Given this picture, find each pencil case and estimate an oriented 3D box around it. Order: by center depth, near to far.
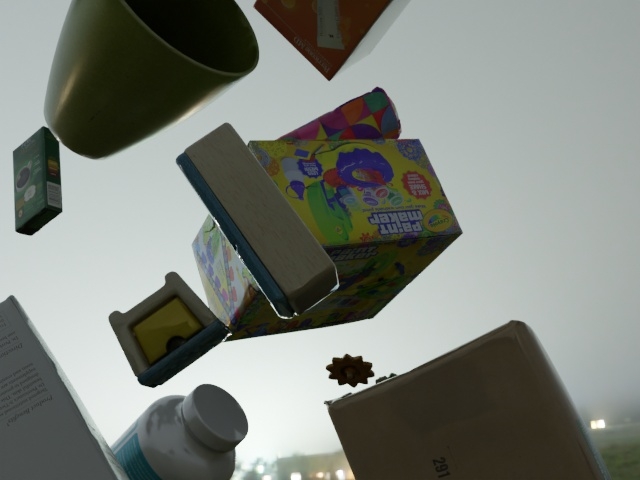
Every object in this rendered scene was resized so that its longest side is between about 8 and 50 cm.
[{"bbox_3d":[0.024,-0.166,1.302,0.236,0.104,0.104,-29,-20,7],"label":"pencil case"}]

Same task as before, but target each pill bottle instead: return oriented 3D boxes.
[{"bbox_3d":[-0.212,0.308,1.030,0.264,0.146,0.146,-46,-33,21],"label":"pill bottle"}]

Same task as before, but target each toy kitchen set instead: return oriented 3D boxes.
[{"bbox_3d":[-0.083,0.046,0.559,0.166,0.122,0.207,-35,-17,-6],"label":"toy kitchen set"}]

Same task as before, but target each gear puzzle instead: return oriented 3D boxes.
[{"bbox_3d":[0.127,0.300,1.422,0.175,0.044,0.339,-31,-56,29],"label":"gear puzzle"}]

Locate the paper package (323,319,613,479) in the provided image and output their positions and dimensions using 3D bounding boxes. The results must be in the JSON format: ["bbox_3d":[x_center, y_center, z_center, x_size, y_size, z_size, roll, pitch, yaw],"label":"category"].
[{"bbox_3d":[0.216,0.310,1.053,0.309,0.325,0.168,-28,-16,19],"label":"paper package"}]

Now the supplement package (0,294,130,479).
[{"bbox_3d":[-0.223,0.187,0.494,0.194,0.203,0.149,-31,-19,-19],"label":"supplement package"}]

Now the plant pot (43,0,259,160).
[{"bbox_3d":[-0.292,-0.263,1.171,0.293,0.275,0.274,-39,-32,30],"label":"plant pot"}]

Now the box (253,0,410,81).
[{"bbox_3d":[0.066,-0.501,1.403,0.168,0.215,0.345,-44,-2,-44],"label":"box"}]

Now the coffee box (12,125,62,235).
[{"bbox_3d":[-0.543,-0.115,1.473,0.113,0.184,0.040,-30,-30,32],"label":"coffee box"}]

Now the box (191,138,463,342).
[{"bbox_3d":[0.000,0.000,1.150,0.289,0.177,0.279,-5,-28,-32],"label":"box"}]
